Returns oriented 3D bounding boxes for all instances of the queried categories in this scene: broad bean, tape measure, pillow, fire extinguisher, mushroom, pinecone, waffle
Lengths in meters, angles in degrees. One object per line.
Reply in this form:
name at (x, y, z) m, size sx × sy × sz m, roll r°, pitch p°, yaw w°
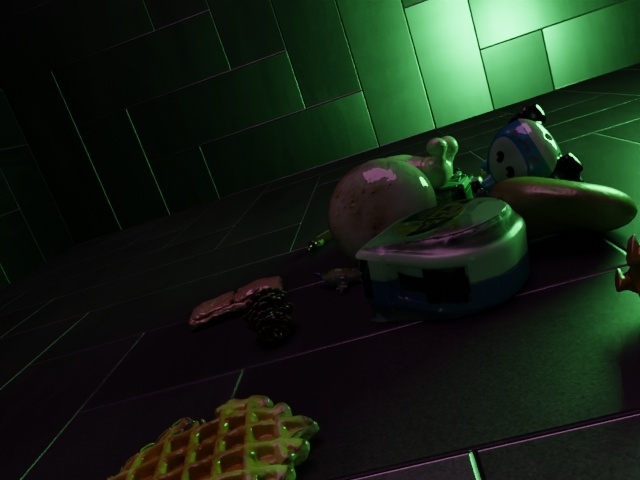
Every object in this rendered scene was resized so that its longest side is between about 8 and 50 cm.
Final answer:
broad bean at (0.432, -0.065, 1.002) m, size 0.263 × 0.121 × 0.189 m, roll -5°, pitch -14°, yaw 37°
tape measure at (0.224, 0.025, 0.952) m, size 0.262 × 0.138 × 0.259 m, roll -6°, pitch 21°, yaw 42°
pillow at (-0.194, 0.139, 1.255) m, size 0.232 × 0.043 × 0.126 m, roll -22°, pitch 9°, yaw 0°
fire extinguisher at (0.000, 0.000, 1.526) m, size 0.048 × 0.035 × 0.173 m, roll -3°, pitch 18°, yaw 36°
mushroom at (0.144, -0.054, 1.208) m, size 0.243 × 0.244 × 0.243 m, roll -18°, pitch 15°, yaw 5°
pinecone at (-0.099, 0.143, 1.020) m, size 0.102 × 0.102 × 0.109 m, roll -17°, pitch 25°, yaw 6°
waffle at (-0.139, 0.275, 0.659) m, size 0.250 × 0.056 × 0.261 m, roll -6°, pitch 17°, yaw 40°

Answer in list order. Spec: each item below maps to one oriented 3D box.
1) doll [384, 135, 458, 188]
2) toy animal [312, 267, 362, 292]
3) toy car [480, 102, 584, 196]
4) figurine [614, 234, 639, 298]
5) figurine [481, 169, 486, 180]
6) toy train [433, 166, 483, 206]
doll at (0.202, -0.156, 1.306) m, size 0.274 × 0.113 × 0.155 m, roll -19°, pitch 5°, yaw 27°
toy animal at (0.073, 0.078, 1.137) m, size 0.216 × 0.041 × 0.075 m, roll -5°, pitch 14°, yaw 31°
toy car at (0.443, -0.155, 1.182) m, size 0.190 × 0.189 × 0.255 m, roll -31°, pitch -19°, yaw 17°
figurine at (0.472, 0.051, 0.668) m, size 0.176 × 0.121 × 0.122 m, roll -8°, pitch 44°, yaw 6°
figurine at (0.509, -0.198, 1.460) m, size 0.132 × 0.132 × 0.153 m, roll -31°, pitch 7°, yaw -39°
toy train at (0.282, -0.097, 1.383) m, size 0.269 × 0.115 × 0.154 m, roll -10°, pitch 26°, yaw 31°
